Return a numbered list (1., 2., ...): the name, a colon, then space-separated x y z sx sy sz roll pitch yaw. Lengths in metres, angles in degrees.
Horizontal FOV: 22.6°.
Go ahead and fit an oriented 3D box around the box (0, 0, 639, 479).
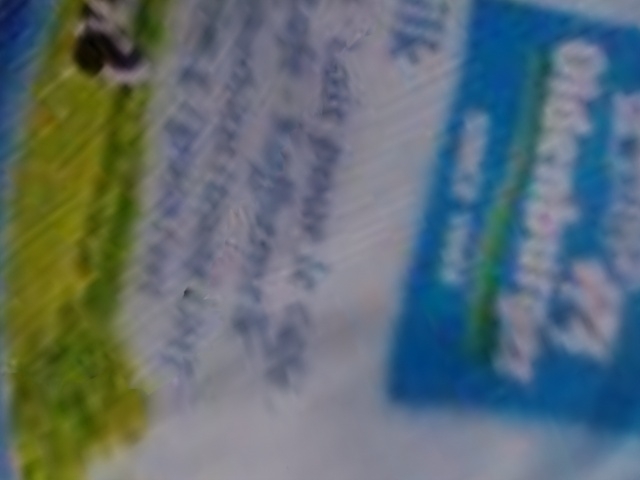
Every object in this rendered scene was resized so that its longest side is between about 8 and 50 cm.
1. box: 0.000 0.000 0.492 0.206 0.291 0.262 34 63 -68
